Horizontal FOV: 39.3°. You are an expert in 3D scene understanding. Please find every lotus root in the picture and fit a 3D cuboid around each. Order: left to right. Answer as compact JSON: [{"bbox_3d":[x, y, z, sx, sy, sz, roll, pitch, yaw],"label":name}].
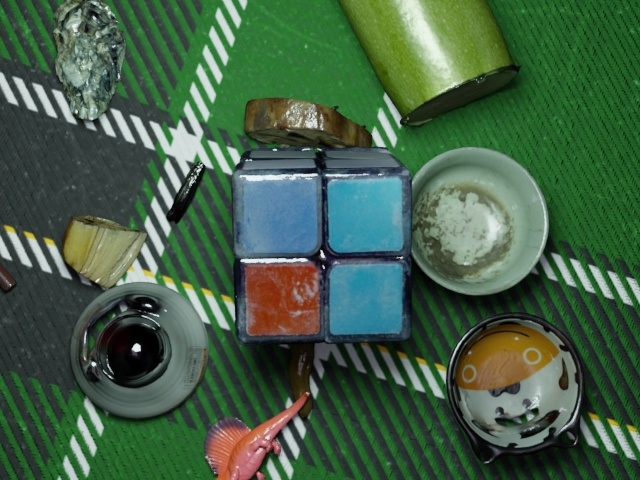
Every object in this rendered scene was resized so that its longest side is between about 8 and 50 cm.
[{"bbox_3d":[-0.445,0.010,1.771,0.159,0.095,0.135,27,89,-41],"label":"lotus root"},{"bbox_3d":[-0.024,-0.227,1.781,0.260,0.170,0.075,10,81,2],"label":"lotus root"}]

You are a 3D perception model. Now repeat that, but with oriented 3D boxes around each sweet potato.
[{"bbox_3d":[-0.038,0.263,1.788,0.053,0.054,0.182,4,87,6],"label":"sweet potato"}]

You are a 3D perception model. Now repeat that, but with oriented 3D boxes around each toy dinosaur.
[{"bbox_3d":[-0.145,0.382,1.769,0.139,0.070,0.286,33,91,22],"label":"toy dinosaur"}]

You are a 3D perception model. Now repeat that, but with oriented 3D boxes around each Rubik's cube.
[{"bbox_3d":[0.000,0.000,1.649,0.316,0.313,0.319,-2,102,-2],"label":"Rubik's cube"}]

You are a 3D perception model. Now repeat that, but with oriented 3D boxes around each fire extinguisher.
[{"bbox_3d":[-0.674,0.034,1.780,0.049,0.035,0.173,-41,88,32],"label":"fire extinguisher"}]

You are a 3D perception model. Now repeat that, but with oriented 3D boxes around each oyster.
[{"bbox_3d":[-0.480,-0.373,1.812,0.199,0.087,0.252,27,72,-1],"label":"oyster"}]

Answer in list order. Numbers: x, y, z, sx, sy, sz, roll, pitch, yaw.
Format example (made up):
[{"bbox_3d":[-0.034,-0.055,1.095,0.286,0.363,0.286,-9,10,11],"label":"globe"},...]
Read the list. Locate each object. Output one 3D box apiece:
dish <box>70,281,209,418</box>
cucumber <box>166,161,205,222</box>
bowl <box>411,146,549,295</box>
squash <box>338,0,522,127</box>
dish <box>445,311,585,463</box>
[{"bbox_3d":[-0.357,0.212,1.733,0.273,0.134,0.274,0,84,-3],"label":"dish"},{"bbox_3d":[-0.271,-0.098,1.813,0.033,0.034,0.135,26,84,-6],"label":"cucumber"},{"bbox_3d":[0.295,-0.031,1.787,0.289,0.146,0.290,0,84,-2],"label":"bowl"},{"bbox_3d":[0.192,-0.439,1.759,0.263,0.263,0.385,-26,88,-5],"label":"squash"},{"bbox_3d":[0.374,0.284,1.776,0.302,0.120,0.303,0,85,-4],"label":"dish"}]
